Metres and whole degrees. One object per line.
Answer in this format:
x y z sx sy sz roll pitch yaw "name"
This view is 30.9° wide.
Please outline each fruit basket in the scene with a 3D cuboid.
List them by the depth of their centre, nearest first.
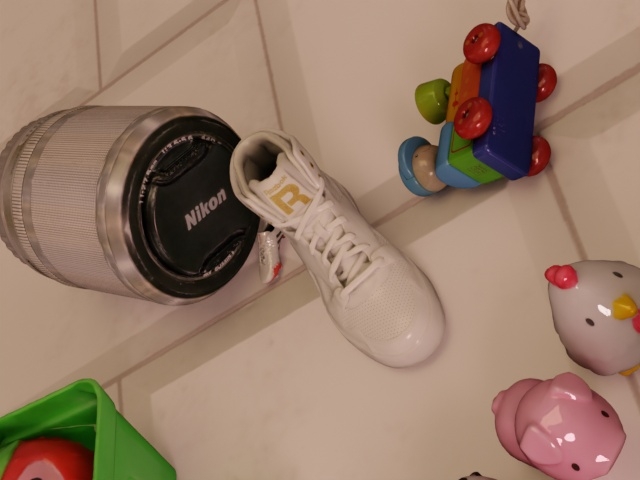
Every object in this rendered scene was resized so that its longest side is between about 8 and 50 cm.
-0.330 0.321 1.090 0.283 0.392 0.392 -26 50 27 "fruit basket"

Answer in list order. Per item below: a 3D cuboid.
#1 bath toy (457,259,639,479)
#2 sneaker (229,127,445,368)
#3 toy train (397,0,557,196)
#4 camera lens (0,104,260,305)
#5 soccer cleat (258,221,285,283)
0.177 0.164 0.926 0.151 0.129 0.348 16 74 45 "bath toy"
0.000 0.000 1.154 0.108 0.169 0.292 -45 45 6 "sneaker"
0.156 -0.166 1.185 0.143 0.105 0.248 -21 50 47 "toy train"
-0.222 -0.046 1.334 0.274 0.219 0.219 7 69 43 "camera lens"
-0.058 0.007 1.293 0.029 0.035 0.083 -6 60 38 "soccer cleat"
